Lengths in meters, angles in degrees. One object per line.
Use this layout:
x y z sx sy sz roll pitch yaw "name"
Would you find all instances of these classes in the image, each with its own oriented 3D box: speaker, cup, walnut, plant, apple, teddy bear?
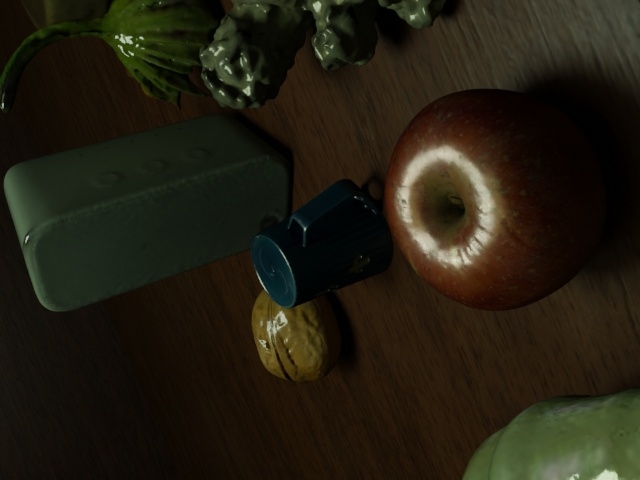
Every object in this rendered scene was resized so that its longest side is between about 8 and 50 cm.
-0.264 -0.061 1.020 0.184 0.406 0.183 48 146 38 "speaker"
0.000 0.000 0.876 0.131 0.155 0.176 46 147 30 "cup"
-0.038 0.151 1.072 0.144 0.144 0.180 4 105 58 "walnut"
-0.299 -0.313 0.991 0.180 0.333 0.251 16 113 36 "plant"
0.159 -0.038 0.594 0.201 0.162 0.201 20 118 45 "apple"
-0.030 -0.324 0.648 0.367 0.224 0.357 12 134 53 "teddy bear"

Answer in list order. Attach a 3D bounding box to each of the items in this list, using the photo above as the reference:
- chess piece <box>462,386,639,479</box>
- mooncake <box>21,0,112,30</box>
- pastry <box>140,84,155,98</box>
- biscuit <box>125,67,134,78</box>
0.290 0.160 0.466 0.234 0.234 0.442 53 145 23 "chess piece"
-0.555 -0.582 1.371 0.284 0.155 0.284 38 142 38 "mooncake"
-0.320 -0.325 1.269 0.109 0.057 0.097 7 115 55 "pastry"
-0.341 -0.422 1.201 0.180 0.039 0.236 -12 86 50 "biscuit"
